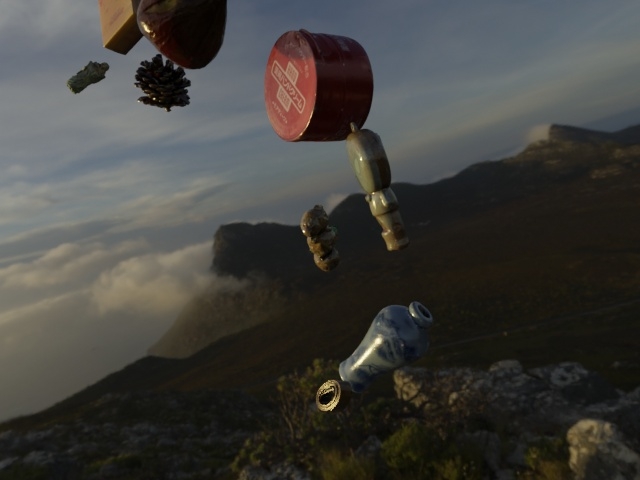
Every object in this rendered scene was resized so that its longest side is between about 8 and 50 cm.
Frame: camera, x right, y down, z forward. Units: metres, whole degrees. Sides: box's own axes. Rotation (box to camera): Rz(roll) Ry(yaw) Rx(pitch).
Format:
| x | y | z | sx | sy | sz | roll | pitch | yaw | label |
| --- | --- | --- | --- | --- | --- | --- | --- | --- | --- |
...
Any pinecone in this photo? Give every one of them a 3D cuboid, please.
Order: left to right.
| x | y | z | sx | sy | sz | roll | pitch | yaw | label |
| --- | --- | --- | --- | --- | --- | --- | --- | --- | --- |
| -0.508 | -0.506 | 1.646 | 0.179 | 0.149 | 0.195 | 0 | -20 | -4 | pinecone |

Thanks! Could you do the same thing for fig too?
| x | y | z | sx | sy | sz | roll | pitch | yaw | label |
| --- | --- | --- | --- | --- | --- | --- | --- | --- | --- |
| -0.259 | -0.493 | 1.034 | 0.191 | 0.190 | 0.290 | -20 | -22 | -42 | fig |

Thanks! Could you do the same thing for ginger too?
| x | y | z | sx | sy | sz | roll | pitch | yaw | label |
| --- | --- | --- | --- | --- | --- | --- | --- | --- | --- |
| 0.000 | 0.000 | 1.465 | 0.080 | 0.204 | 0.104 | 2 | 43 | 29 | ginger |

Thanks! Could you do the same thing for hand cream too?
| x | y | z | sx | sy | sz | roll | pitch | yaw | label |
| --- | --- | --- | --- | --- | --- | --- | --- | --- | --- |
| -0.006 | -0.271 | 0.915 | 0.125 | 0.193 | 0.193 | -8 | -1 | -34 | hand cream |

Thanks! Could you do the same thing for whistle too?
| x | y | z | sx | sy | sz | roll | pitch | yaw | label |
| --- | --- | --- | --- | --- | --- | --- | --- | --- | --- |
| 0.094 | -0.089 | 0.829 | 0.057 | 0.219 | 0.107 | -20 | 3 | -5 | whistle |

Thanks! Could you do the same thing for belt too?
| x | y | z | sx | sy | sz | roll | pitch | yaw | label |
| --- | --- | --- | --- | --- | --- | --- | --- | --- | --- |
| 0.025 | 0.312 | 1.022 | 0.036 | 0.059 | 0.083 | 14 | -41 | -33 | belt |

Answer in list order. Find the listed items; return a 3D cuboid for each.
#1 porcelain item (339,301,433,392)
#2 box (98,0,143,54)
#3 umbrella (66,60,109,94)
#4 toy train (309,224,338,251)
| x | y | z | sx | sy | sz | roll | pitch | yaw | label |
| --- | --- | --- | --- | --- | --- | --- | --- | --- | --- |
| 0.155 | 0.249 | 1.199 | 0.259 | 0.141 | 0.141 | -49 | -11 | 24 | porcelain item |
| -0.570 | -0.708 | 1.486 | 0.174 | 0.274 | 0.076 | -25 | -19 | 38 | box |
| -0.716 | -0.508 | 1.581 | 0.143 | 0.067 | 0.062 | -41 | -24 | -21 | umbrella |
| 0.019 | -0.004 | 1.903 | 0.074 | 0.118 | 0.176 | 26 | -20 | -7 | toy train |
